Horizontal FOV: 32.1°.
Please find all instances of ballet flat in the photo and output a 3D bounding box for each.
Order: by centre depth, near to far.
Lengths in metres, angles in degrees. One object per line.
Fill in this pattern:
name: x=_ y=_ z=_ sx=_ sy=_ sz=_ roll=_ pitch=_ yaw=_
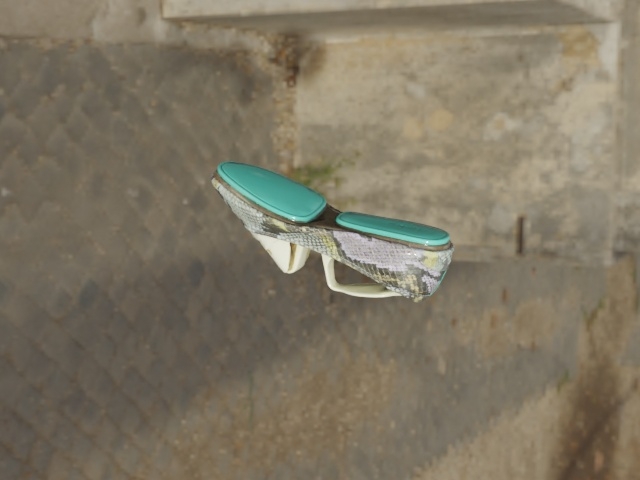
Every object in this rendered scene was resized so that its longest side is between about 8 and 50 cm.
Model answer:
ballet flat: x=0.000 y=0.000 z=0.480 sx=0.041 sy=0.114 sz=0.041 roll=-53 pitch=154 yaw=-40
